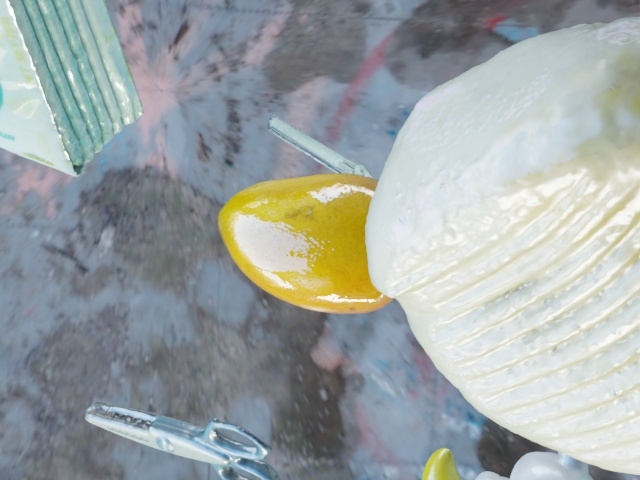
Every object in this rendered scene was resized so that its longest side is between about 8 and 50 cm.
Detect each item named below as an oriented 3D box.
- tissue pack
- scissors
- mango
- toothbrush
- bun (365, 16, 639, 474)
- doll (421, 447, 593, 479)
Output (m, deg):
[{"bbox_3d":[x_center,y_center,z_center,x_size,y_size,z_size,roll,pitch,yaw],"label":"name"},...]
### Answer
[{"bbox_3d":[-0.394,-0.280,1.761,0.287,0.388,0.162,21,57,26],"label":"tissue pack"},{"bbox_3d":[-0.185,0.258,1.970,0.289,0.138,0.041,14,50,25],"label":"scissors"},{"bbox_3d":[0.000,0.000,1.542,0.219,0.112,0.145,9,83,10],"label":"mango"},{"bbox_3d":[0.024,-0.087,1.750,0.028,0.294,0.026,26,96,-42],"label":"toothbrush"},{"bbox_3d":[0.224,-0.003,0.990,0.365,0.365,0.219,30,49,-8],"label":"bun"},{"bbox_3d":[0.214,0.280,1.457,0.237,0.111,0.252,-15,81,28],"label":"doll"}]
